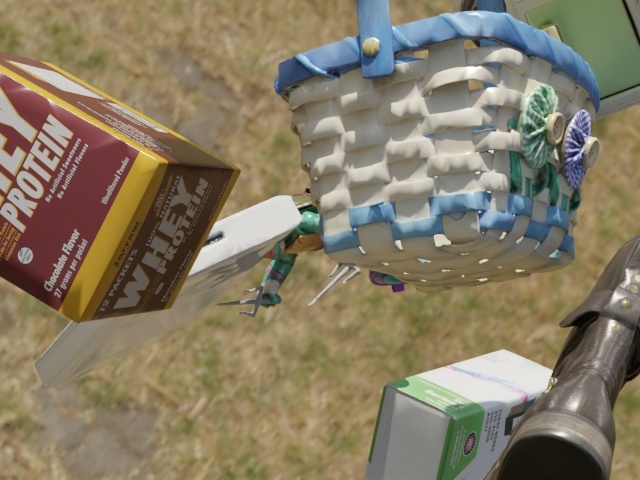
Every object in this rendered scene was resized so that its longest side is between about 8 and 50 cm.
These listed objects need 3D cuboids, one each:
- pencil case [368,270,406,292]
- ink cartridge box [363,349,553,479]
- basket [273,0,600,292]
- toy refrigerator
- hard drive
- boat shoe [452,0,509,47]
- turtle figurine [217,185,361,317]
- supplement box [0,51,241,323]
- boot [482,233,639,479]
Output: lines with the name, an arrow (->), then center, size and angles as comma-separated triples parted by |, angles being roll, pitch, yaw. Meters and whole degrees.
pencil case -> 0.083, -0.019, 1.990 | 0.065, 0.070, 0.151 | -6, 63, 0
ink cartridge box -> 0.185, 0.269, 2.084 | 0.117, 0.201, 0.278 | 22, 19, 34
basket -> 0.090, -0.116, 1.182 | 0.255, 0.201, 0.288 | 15, 64, -61
toy refrigerator -> 0.187, -0.229, 1.259 | 0.269, 0.102, 0.094 | 68, 26, -5
hard drive -> -0.162, 0.057, 1.679 | 0.203, 0.307, 0.040 | -25, 82, -31
boat shoe -> 0.283, -0.254, 1.622 | 0.335, 0.112, 0.095 | -25, 46, -28
turtle figurine -> 0.000, 0.000, 1.756 | 0.234, 0.175, 0.118 | -20, 92, -37
supplement box -> -0.193, -0.043, 1.223 | 0.191, 0.129, 0.194 | 29, 7, 12
boot -> 0.172, 0.137, 1.141 | 0.091, 0.263, 0.229 | 28, 43, 5
